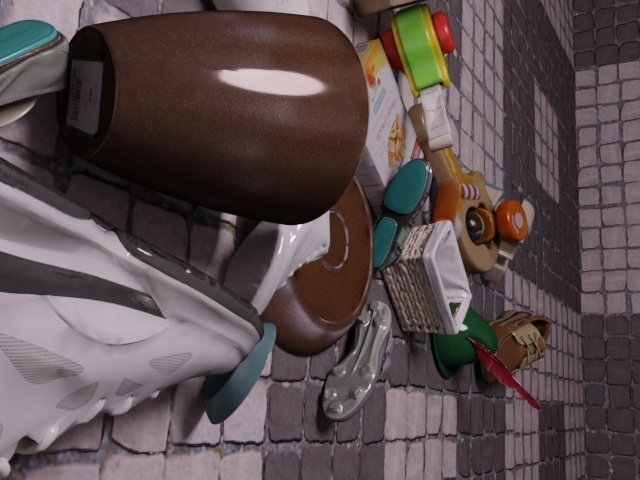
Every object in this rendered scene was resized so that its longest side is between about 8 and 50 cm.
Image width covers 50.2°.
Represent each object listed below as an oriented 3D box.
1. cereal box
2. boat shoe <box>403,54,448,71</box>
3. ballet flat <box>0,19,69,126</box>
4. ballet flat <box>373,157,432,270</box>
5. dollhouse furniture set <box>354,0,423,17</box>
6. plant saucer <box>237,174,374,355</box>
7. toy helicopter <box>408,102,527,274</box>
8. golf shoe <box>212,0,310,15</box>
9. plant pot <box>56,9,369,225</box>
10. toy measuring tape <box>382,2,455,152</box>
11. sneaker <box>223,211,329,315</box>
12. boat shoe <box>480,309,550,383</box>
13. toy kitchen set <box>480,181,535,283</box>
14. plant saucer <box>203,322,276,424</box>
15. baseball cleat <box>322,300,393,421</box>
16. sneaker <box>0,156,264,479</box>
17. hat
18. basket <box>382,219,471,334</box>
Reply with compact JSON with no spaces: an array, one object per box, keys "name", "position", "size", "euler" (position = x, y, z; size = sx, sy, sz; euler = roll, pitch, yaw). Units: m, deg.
[{"name":"cereal box","position":[0.095,-0.175,1.101],"size":[0.240,0.047,0.173],"euler":[60,39,-36]},{"name":"boat shoe","position":[0.213,-0.345,1.305],"size":[0.206,0.064,0.075],"euler":[-10,95,-59]},{"name":"ballet flat","position":[-0.261,-0.099,0.484],"size":[0.213,0.072,0.068],"euler":[-45,154,-49]},{"name":"ballet flat","position":[0.125,-0.039,1.069],"size":[0.070,0.070,0.189],"euler":[10,112,-58]},{"name":"dollhouse furniture set","position":[0.119,-0.544,1.030],"size":[0.173,0.303,0.356],"euler":[-21,106,-19]},{"name":"plant saucer","position":[0.000,0.000,0.923],"size":[0.310,0.050,0.311],"euler":[9,80,-59]},{"name":"toy helicopter","position":[0.247,-0.092,1.308],"size":[0.235,0.140,0.355],"euler":[-42,111,-43]},{"name":"golf shoe","position":[-0.074,-0.344,0.736],"size":[0.115,0.140,0.306],"euler":[-27,110,-21]},{"name":"plant pot","position":[-0.111,-0.121,0.632],"size":[0.230,0.215,0.216],"euler":[-2,88,-44]},{"name":"toy measuring tape","position":[0.161,-0.284,1.085],"size":[0.121,0.121,0.330],"euler":[54,26,-41]},{"name":"sneaker","position":[-0.033,0.009,0.776],"size":[0.094,0.080,0.212],"euler":[36,71,-39]},{"name":"boat shoe","position":[0.456,0.233,1.582],"size":[0.324,0.119,0.123],"euler":[-27,109,-57]},{"name":"toy kitchen set","position":[0.376,-0.038,1.544],"size":[0.122,0.166,0.207],"euler":[-57,170,-45]},{"name":"plant saucer","position":[-0.089,0.132,0.709],"size":[0.021,0.119,0.119],"euler":[35,51,-16]},{"name":"baseball cleat","position":[0.067,0.188,0.988],"size":[0.206,0.072,0.109],"euler":[-60,145,-35]},{"name":"sneaker","position":[-0.219,0.096,0.492],"size":[0.258,0.169,0.447],"euler":[-62,152,-8]},{"name":"hat","position":[0.330,0.186,1.315],"size":[0.173,0.183,0.209],"euler":[-41,121,-54]},{"name":"basket","position":[0.179,0.064,1.158],"size":[0.113,0.103,0.167],"euler":[-53,131,-48]}]
